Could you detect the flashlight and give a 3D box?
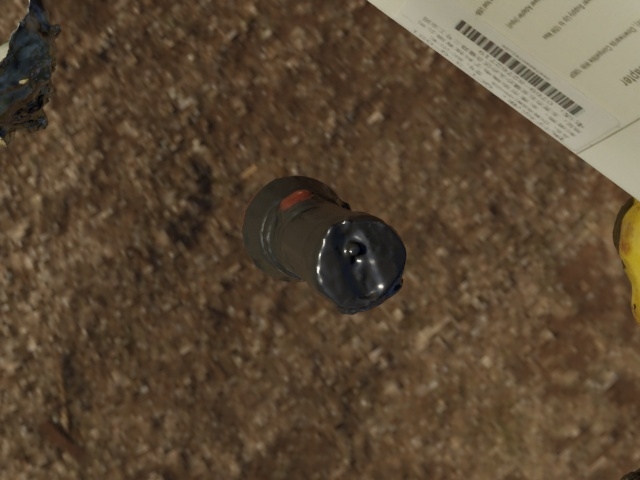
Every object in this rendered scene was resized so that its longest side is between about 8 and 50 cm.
[{"bbox_3d":[0.000,0.000,1.120,0.093,0.232,0.093,-1,96,-12],"label":"flashlight"}]

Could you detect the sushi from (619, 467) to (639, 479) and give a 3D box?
[{"bbox_3d":[0.366,0.231,1.082,0.350,0.171,0.211,3,83,-31],"label":"sushi"}]

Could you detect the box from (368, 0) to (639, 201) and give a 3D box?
[{"bbox_3d":[0.115,-0.033,0.396,0.247,0.129,0.033,36,76,-5],"label":"box"}]

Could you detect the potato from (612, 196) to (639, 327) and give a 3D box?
[{"bbox_3d":[0.414,0.053,1.216,0.176,0.369,0.195,-2,112,-79],"label":"potato"}]

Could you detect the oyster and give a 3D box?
[{"bbox_3d":[-0.198,-0.107,0.973,0.053,0.166,0.108,25,91,-6],"label":"oyster"}]
